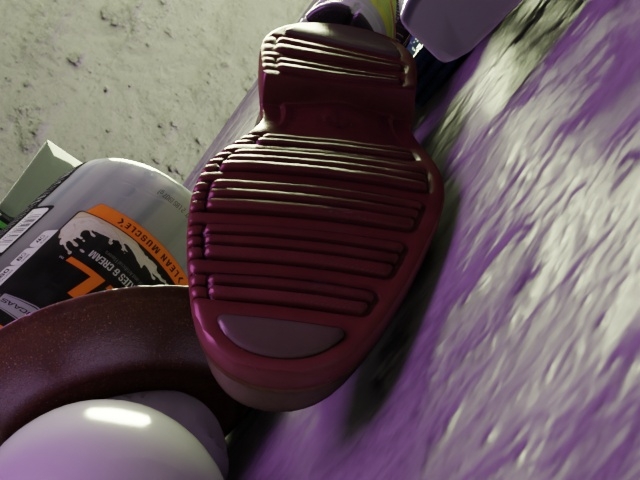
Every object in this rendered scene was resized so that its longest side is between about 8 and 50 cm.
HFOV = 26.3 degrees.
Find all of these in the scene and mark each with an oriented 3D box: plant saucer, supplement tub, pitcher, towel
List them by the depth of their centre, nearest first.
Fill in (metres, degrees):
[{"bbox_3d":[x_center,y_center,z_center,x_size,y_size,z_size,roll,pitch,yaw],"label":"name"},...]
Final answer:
[{"bbox_3d":[-0.131,0.137,0.671,0.207,0.178,0.125,-129,33,-83],"label":"pitcher"},{"bbox_3d":[-0.118,0.096,0.806,0.198,0.199,0.036,-49,46,41],"label":"plant saucer"},{"bbox_3d":[0.087,-0.147,0.969,0.067,0.029,0.119,-50,10,37],"label":"towel"},{"bbox_3d":[-0.216,0.091,1.078,0.193,0.193,0.316,-47,4,47],"label":"supplement tub"}]

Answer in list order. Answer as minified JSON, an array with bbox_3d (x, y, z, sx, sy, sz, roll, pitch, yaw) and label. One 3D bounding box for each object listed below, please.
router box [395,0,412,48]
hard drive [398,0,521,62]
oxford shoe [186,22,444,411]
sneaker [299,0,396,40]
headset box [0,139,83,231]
[{"bbox_3d":[0.041,-0.138,1.079,0.092,0.038,0.122,-60,-2,-19],"label":"router box"},{"bbox_3d":[0.139,-0.236,0.853,0.233,0.047,0.353,-44,12,14],"label":"hard drive"},{"bbox_3d":[0.000,0.000,0.750,0.348,0.123,0.130,-73,-7,-59],"label":"oxford shoe"},{"bbox_3d":[0.014,-0.102,0.974,0.208,0.081,0.094,114,-178,-47],"label":"sneaker"},{"bbox_3d":[-0.309,0.037,1.741,0.283,0.246,0.131,-43,15,52],"label":"headset box"}]
